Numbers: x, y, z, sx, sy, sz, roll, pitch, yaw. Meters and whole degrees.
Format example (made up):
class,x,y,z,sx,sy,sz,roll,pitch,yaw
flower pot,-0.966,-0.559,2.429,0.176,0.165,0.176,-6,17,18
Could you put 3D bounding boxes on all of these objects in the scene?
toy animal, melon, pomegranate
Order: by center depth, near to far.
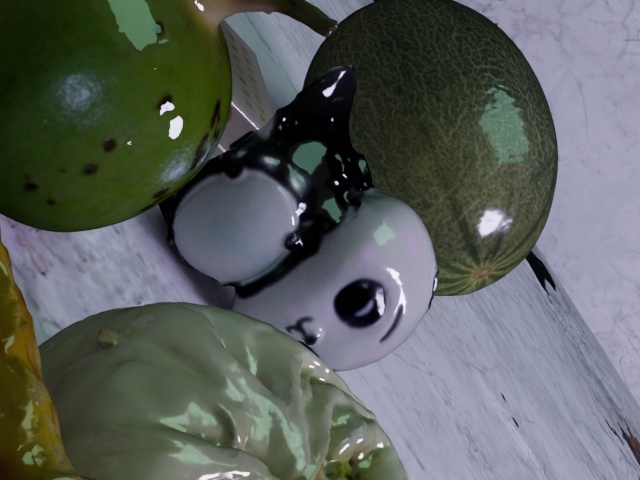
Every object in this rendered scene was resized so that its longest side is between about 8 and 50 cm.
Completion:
class,x,y,z,sx,sy,sz,roll,pitch,yaw
pomegranate,-0.099,-0.106,0.619,0.181,0.224,0.181,60,8,-14
toy animal,0.000,0.000,0.816,0.179,0.166,0.138,56,41,-6
melon,0.102,-0.088,1.166,0.237,0.237,0.301,39,29,-50

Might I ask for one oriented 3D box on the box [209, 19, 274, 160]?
class,x,y,z,sx,sy,sz,roll,pitch,yaw
box,-0.116,-0.150,0.952,0.201,0.058,0.141,44,21,-43

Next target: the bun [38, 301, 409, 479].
class,x,y,z,sx,sy,sz,roll,pitch,yaw
bun,-0.036,0.127,0.520,0.229,0.145,0.229,55,13,-19

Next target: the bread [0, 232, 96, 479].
class,x,y,z,sx,sy,sz,roll,pitch,yaw
bread,-0.133,0.057,0.363,0.271,0.139,0.077,67,8,23
